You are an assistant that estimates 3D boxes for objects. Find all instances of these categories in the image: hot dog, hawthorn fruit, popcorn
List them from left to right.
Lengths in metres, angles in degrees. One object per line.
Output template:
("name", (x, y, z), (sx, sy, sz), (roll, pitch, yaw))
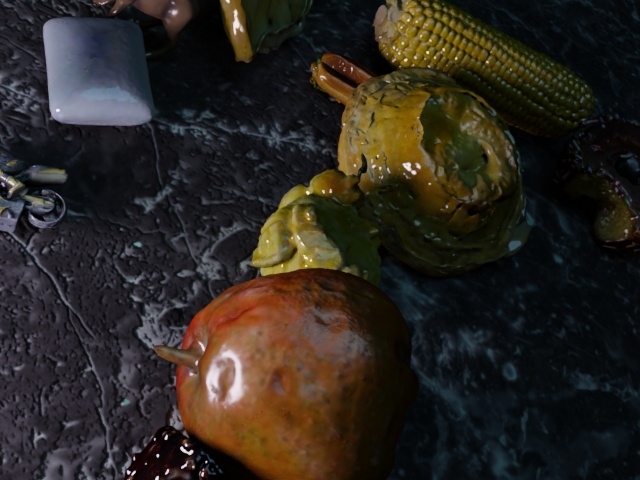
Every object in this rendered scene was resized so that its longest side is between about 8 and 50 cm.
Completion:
("hawthorn fruit", (-0.048, 0.158, 1.517), (0.298, 0.277, 0.277), (19, 47, -25))
("popcorn", (0.009, 0.005, 1.772), (0.168, 0.173, 0.195), (23, 39, 3))
("hot dog", (0.067, -0.220, 2.062), (0.188, 0.055, 0.072), (33, 61, -9))

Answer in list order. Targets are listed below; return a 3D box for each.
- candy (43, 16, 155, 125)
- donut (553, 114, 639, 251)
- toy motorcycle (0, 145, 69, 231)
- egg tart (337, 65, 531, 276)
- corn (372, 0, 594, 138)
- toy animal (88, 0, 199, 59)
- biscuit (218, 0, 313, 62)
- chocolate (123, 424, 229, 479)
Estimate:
("candy", (-0.299, -0.227, 1.822), (0.138, 0.071, 0.174), (0, 55, -18))
("donut", (0.474, -0.091, 2.173), (0.230, 0.096, 0.216), (39, 47, -7))
("toy motorcycle", (-0.401, -0.072, 1.640), (0.194, 0.061, 0.124), (4, 60, -20))
("egg tart", (0.181, -0.116, 1.962), (0.341, 0.129, 0.341), (15, 59, -26))
("corn", (0.257, -0.276, 2.176), (0.387, 0.144, 0.144), (27, 45, -18))
("toy animal", (-0.257, -0.373, 1.880), (0.214, 0.186, 0.093), (30, 40, -21))
("biscuit", (-0.072, -0.413, 2.045), (0.335, 0.078, 0.329), (7, 82, -61))
("chocolate", (-0.171, 0.291, 1.459), (0.133, 0.156, 0.156), (-38, 79, -19))
